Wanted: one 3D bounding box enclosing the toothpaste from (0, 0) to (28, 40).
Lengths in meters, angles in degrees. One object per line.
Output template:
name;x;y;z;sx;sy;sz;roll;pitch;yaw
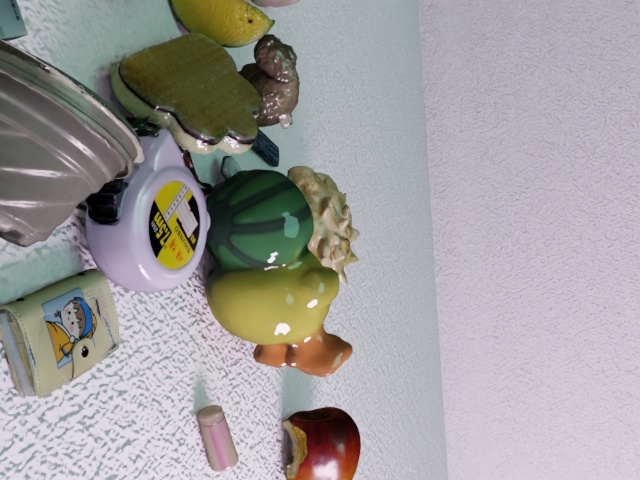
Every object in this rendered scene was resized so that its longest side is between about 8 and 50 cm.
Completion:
toothpaste;-0.380;-0.353;0.676;0.081;0.067;0.337;-52;132;-62

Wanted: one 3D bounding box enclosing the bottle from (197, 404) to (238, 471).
bottle;-0.158;0.302;1.095;0.045;0.045;0.097;-45;123;-64

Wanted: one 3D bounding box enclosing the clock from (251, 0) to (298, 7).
clock;-0.119;-0.591;1.359;0.309;0.114;0.284;-14;97;-71

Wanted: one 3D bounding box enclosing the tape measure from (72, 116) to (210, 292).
tape measure;-0.228;-0.027;0.920;0.178;0.105;0.196;-64;148;-42

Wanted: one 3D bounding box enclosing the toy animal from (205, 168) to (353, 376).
toy animal;-0.089;0.055;1.149;0.191;0.216;0.339;-22;103;-41

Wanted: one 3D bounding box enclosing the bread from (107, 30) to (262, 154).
bread;-0.179;-0.207;1.052;0.207;0.056;0.286;48;32;-2

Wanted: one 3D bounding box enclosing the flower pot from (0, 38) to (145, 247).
flower pot;-0.293;-0.083;0.658;0.141;0.235;0.235;-65;149;-16

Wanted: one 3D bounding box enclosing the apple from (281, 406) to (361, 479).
apple;0.006;0.405;1.361;0.156;0.146;0.158;-128;-148;-89

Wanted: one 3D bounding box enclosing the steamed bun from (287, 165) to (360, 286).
steamed bun;0.000;0.000;1.373;0.292;0.137;0.296;-57;154;-61

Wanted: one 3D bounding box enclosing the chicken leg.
chicken leg;-0.226;-0.121;1.034;0.219;0.048;0.090;20;69;-67

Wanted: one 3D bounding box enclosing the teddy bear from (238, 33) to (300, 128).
teddy bear;-0.099;-0.263;1.261;0.140;0.177;0.190;43;10;-13

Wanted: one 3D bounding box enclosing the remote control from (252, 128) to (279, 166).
remote control;-0.115;-0.187;1.380;0.152;0.027;0.044;36;44;-65

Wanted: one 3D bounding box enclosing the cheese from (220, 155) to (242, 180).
cheese;-0.120;-0.070;1.294;0.235;0.049;0.127;60;32;-48

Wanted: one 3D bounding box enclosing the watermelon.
watermelon;-0.177;-0.363;1.156;0.181;0.092;0.075;33;66;-14

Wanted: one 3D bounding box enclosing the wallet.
wallet;-0.289;0.102;0.815;0.155;0.039;0.111;-35;115;-66
